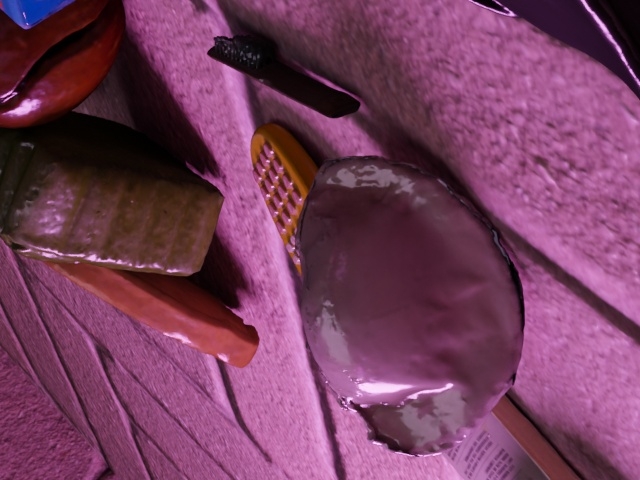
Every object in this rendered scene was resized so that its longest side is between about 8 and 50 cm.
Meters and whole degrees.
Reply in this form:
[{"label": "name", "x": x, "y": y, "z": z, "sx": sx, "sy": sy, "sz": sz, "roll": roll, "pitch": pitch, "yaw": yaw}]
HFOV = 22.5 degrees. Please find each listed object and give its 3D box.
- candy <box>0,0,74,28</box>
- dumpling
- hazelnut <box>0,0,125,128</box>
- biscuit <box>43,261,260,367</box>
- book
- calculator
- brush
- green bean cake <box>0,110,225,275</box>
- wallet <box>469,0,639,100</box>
[{"label": "candy", "x": -0.288, "y": -0.324, "z": 1.406, "sx": 0.306, "sy": 0.157, "sz": 0.100, "roll": 41, "pitch": 157, "yaw": 34}, {"label": "dumpling", "x": 0.076, "y": 0.045, "z": 1.256, "sx": 0.172, "sy": 0.142, "sz": 0.247, "roll": -13, "pitch": 98, "yaw": 30}, {"label": "hazelnut", "x": -0.312, "y": -0.221, "z": 1.574, "sx": 0.234, "sy": 0.218, "sz": 0.218, "roll": 50, "pitch": 161, "yaw": 3}, {"label": "biscuit", "x": -0.221, "y": 0.036, "z": 1.854, "sx": 0.312, "sy": 0.057, "sz": 0.351, "roll": 31, "pitch": -179, "yaw": -15}, {"label": "book", "x": 0.126, "y": 0.159, "z": 1.483, "sx": 0.289, "sy": 0.026, "sz": 0.201, "roll": 49, "pitch": 160, "yaw": 14}, {"label": "calculator", "x": 0.000, "y": 0.000, "z": 1.446, "sx": 0.235, "sy": 0.032, "sz": 0.146, "roll": 60, "pitch": 162, "yaw": 10}, {"label": "brush", "x": -0.034, "y": -0.142, "z": 1.326, "sx": 0.190, "sy": 0.034, "sz": 0.028, "roll": 33, "pitch": 137, "yaw": 47}, {"label": "green bean cake", "x": -0.248, "y": -0.054, "z": 1.672, "sx": 0.248, "sy": 0.125, "sz": 0.222, "roll": 13, "pitch": -165, "yaw": -40}, {"label": "wallet", "x": 0.043, "y": -0.198, "z": 0.921, "sx": 0.377, "sy": 0.051, "sz": 0.197, "roll": 37, "pitch": 180, "yaw": 40}]
